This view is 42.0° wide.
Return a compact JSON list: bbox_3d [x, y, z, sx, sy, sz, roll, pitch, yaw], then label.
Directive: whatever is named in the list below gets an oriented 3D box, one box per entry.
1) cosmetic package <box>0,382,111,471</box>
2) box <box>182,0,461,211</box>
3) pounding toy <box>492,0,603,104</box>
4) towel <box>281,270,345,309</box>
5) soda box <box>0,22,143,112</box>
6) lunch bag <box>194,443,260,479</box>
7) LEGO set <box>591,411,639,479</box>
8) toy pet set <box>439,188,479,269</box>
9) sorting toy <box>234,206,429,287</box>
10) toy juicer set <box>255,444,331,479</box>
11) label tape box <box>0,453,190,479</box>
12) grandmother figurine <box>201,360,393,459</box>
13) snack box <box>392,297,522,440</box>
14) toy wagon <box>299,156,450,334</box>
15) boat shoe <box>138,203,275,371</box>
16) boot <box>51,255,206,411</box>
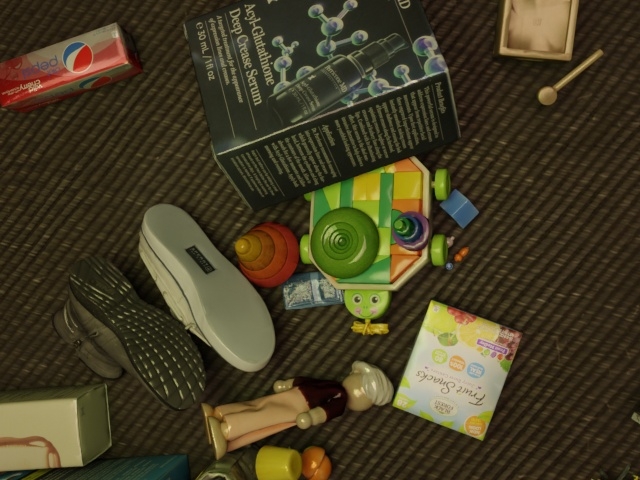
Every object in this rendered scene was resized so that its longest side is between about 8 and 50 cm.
[{"bbox_3d":[-0.562,0.353,1.567,0.296,0.153,0.129,-6,90,8],"label":"cosmetic package"},{"bbox_3d":[0.003,-0.274,1.433,0.395,0.212,0.293,-20,63,5],"label":"box"},{"bbox_3d":[0.406,-0.346,1.496,0.181,0.094,0.206,5,99,2],"label":"pounding toy"},{"bbox_3d":[-0.014,0.091,1.565,0.119,0.029,0.067,-7,87,7],"label":"towel"},{"bbox_3d":[-0.484,-0.327,1.599,0.263,0.092,0.083,-18,88,6],"label":"soda box"},{"bbox_3d":[-0.176,0.511,1.472,0.169,0.235,0.287,4,89,8],"label":"lunch bag"},{"bbox_3d":[0.602,0.375,1.368,0.192,0.255,0.331,25,105,-20],"label":"LEGO set"},{"bbox_3d":[0.233,-0.026,1.518,0.114,0.065,0.122,-45,85,4],"label":"toy pet set"},{"bbox_3d":[0.000,0.000,1.424,0.365,0.126,0.127,-8,79,20],"label":"sorting toy"},{"bbox_3d":[-0.035,0.522,1.476,0.089,0.209,0.329,-10,80,28],"label":"toy juicer set"},{"bbox_3d":[-0.434,0.472,1.497,0.348,0.249,0.115,-7,88,7],"label":"label tape box"},{"bbox_3d":[-0.034,0.293,1.486,0.342,0.208,0.104,-11,112,-15],"label":"grandmother figurine"},{"bbox_3d":[0.246,0.230,1.510,0.174,0.070,0.207,19,93,6],"label":"snack box"},{"bbox_3d":[0.093,-0.003,1.494,0.267,0.068,0.344,0,82,20],"label":"toy wagon"},{"bbox_3d":[-0.227,0.113,1.532,0.367,0.136,0.156,49,136,17],"label":"boat shoe"},{"bbox_3d":[-0.350,0.202,1.524,0.118,0.222,0.338,-29,71,-39],"label":"boot"}]
